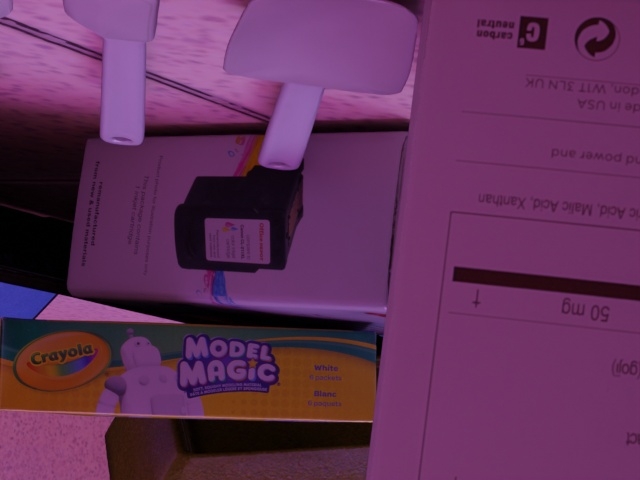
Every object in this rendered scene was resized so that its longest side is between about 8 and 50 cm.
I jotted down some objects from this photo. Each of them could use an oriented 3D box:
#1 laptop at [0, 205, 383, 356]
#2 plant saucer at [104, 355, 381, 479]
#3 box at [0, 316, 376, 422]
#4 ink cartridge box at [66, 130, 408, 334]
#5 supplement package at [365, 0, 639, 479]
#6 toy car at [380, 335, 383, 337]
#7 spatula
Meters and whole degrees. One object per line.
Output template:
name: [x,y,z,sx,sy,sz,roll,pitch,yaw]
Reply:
laptop: [-0.248,0.083,1.007,0.408,0.236,0.382,18,-178,40]
plant saucer: [-0.007,0.098,0.911,0.188,0.045,0.188,-3,-165,-8]
box: [-0.070,0.057,0.819,0.179,0.043,0.105,0,175,-6]
ink cartridge box: [0.000,0.000,0.815,0.175,0.072,0.127,1,171,38]
supplement package: [0.107,0.091,0.561,0.175,0.293,0.177,6,173,9]
toy car: [0.074,0.107,1.292,0.238,0.219,0.210,-21,-172,-30]
spatula: [-0.062,-0.055,0.627,0.168,0.019,0.242,6,168,-4]
